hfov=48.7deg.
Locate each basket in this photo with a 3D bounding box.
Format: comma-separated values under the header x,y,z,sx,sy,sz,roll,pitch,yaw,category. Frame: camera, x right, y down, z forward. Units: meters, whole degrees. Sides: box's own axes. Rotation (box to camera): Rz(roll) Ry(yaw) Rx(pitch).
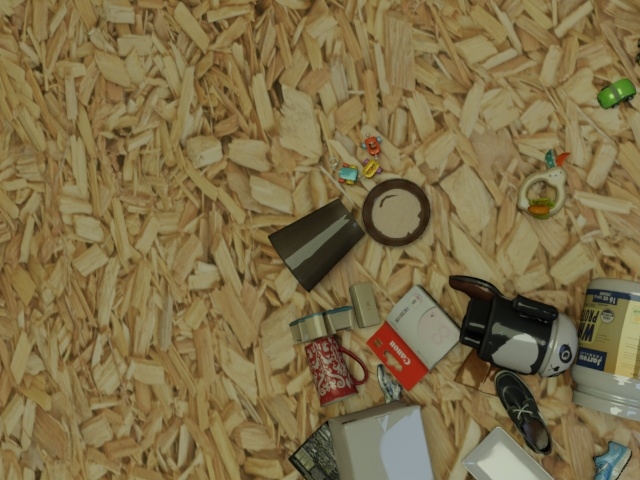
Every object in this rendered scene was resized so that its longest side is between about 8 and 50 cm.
x,y,z,sx,sy,sz,roll,pitch,yaw,category
0.000,0.000,1.988,0.226,0.154,0.204,-36,72,3,basket

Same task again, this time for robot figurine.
x,y,z,sx,sy,sz,roll,pitch,yaw,category
0.489,0.237,1.747,0.278,0.209,0.174,16,83,9,robot figurine

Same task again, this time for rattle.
x,y,z,sx,sy,sz,roll,pitch,yaw,category
0.598,-0.161,1.868,0.130,0.142,0.200,35,98,34,rattle

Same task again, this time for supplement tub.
x,y,z,sx,sy,sz,roll,pitch,yaw,category
0.742,0.265,1.725,0.228,0.228,0.316,12,85,15,supplement tub

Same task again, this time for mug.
x,y,z,sx,sy,sz,roll,pitch,yaw,category
0.038,0.359,1.967,0.113,0.150,0.169,-38,67,44,mug

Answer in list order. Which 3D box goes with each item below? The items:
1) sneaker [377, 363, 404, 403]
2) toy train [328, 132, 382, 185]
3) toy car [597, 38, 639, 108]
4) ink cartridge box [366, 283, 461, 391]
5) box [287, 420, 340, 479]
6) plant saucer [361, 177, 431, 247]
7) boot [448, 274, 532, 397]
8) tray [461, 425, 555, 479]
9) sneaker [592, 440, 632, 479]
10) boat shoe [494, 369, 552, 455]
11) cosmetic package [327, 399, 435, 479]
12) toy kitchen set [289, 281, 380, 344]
x,y,z,sx,sy,sz,roll,pitch,yaw,category
0.193,0.401,1.941,0.058,0.052,0.135,-19,86,1,sneaker
0.114,-0.227,2.043,0.166,0.046,0.125,-26,76,6,toy train
0.851,-0.422,1.880,0.224,0.053,0.239,-27,77,9,toy car
0.248,0.264,1.906,0.232,0.066,0.189,-47,67,11,ink cartridge box
0.028,0.610,1.933,0.180,0.077,0.147,44,94,15,box
0.215,-0.077,2.001,0.198,0.036,0.199,-2,83,14,plant saucer
0.424,0.252,1.898,0.264,0.096,0.281,23,96,8,boot
0.514,0.627,1.837,0.270,0.030,0.145,44,95,15,tray
0.716,0.580,1.788,0.073,0.063,0.162,33,87,33,sneaker
0.524,0.439,1.812,0.084,0.079,0.233,-28,89,4,boat shoe
0.170,0.622,1.802,0.217,0.156,0.385,-8,84,-18,cosmetic package
0.031,0.207,1.997,0.207,0.166,0.122,-9,79,-25,toy kitchen set
